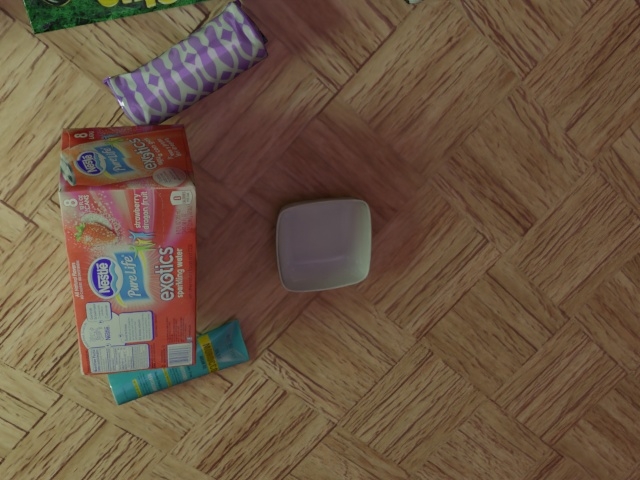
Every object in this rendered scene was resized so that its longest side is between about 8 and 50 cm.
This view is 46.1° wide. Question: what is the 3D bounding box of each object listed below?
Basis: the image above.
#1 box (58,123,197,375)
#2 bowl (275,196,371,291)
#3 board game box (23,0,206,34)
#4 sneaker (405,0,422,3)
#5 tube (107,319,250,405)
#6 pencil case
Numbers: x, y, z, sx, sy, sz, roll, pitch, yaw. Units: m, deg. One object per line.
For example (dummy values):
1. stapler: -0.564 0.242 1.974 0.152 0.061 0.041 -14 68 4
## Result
1. box: -0.239 0.017 0.951 0.154 0.142 0.299 -5 130 -14
2. bowl: 0.000 0.000 1.099 0.142 0.053 0.141 -8 115 -13
3. board game box: -0.229 -0.336 0.889 0.260 0.030 0.136 -14 124 -8
4. sneaker: 0.177 -0.381 0.964 0.190 0.083 0.071 -46 119 8
5. tube: -0.212 0.185 1.129 0.207 0.052 0.080 -20 127 -14
6. pencil case: -0.164 -0.220 0.940 0.206 0.086 0.088 -33 84 -2
